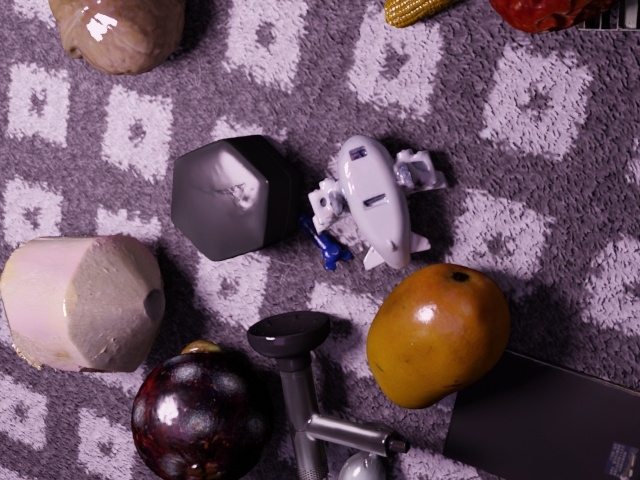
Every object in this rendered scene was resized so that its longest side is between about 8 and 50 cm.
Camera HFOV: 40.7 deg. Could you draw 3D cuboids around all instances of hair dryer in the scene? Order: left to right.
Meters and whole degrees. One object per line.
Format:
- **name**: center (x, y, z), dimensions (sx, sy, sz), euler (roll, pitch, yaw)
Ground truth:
- **hair dryer**: center (0.035, 0.283, 1.588), dimensions (0.284, 0.156, 0.320), euler (-13, 98, 30)

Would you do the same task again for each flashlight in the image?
- **flashlight**: center (0.000, 0.000, 1.599), dimensions (0.121, 0.057, 0.035), euler (50, 156, 11)

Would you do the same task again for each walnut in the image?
- **walnut**: center (-0.364, -0.413, 1.537), dimensions (0.248, 0.248, 0.248), euler (7, 108, 23)

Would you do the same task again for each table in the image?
- **table**: center (0.465, -0.379, 1.252), dimensions (0.175, 0.062, 0.146), euler (20, 117, 53)

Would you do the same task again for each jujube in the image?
- **jujube**: center (0.334, -0.407, 1.207), dimensions (0.213, 0.213, 0.232), euler (57, 141, 0)

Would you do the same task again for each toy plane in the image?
- **toy plane**: center (0.101, -0.065, 1.492), dimensions (0.245, 0.117, 0.244), euler (1, 97, 9)

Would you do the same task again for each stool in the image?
- **stool**: center (-0.153, -0.080, 1.580), dimensions (0.232, 0.141, 0.232), euler (7, 105, 27)

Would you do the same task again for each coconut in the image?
- **coconut**: center (-0.448, 0.127, 1.699), dimensions (0.310, 0.297, 0.297), euler (2, 106, 29)

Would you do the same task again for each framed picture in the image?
- **framed picture**: center (0.400, 0.333, 1.526), dimensions (0.339, 0.014, 0.255), euler (17, 112, 20)

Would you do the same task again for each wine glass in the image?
- **wine glass**: center (0.083, 0.455, 1.661), dimensions (0.093, 0.093, 0.202), euler (27, 115, 16)

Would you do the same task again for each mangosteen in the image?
- **mangosteen**: center (-0.227, 0.332, 1.657), dimensions (0.288, 0.288, 0.288), euler (7, 108, 23)

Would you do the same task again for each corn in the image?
- **corn**: center (0.192, -0.403, 1.373), dimensions (0.207, 0.068, 0.068), euler (-27, 93, 30)

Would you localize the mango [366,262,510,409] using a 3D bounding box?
- **mango**: center (0.192, 0.171, 1.489), dimensions (0.211, 0.173, 0.317), euler (40, 129, 9)
